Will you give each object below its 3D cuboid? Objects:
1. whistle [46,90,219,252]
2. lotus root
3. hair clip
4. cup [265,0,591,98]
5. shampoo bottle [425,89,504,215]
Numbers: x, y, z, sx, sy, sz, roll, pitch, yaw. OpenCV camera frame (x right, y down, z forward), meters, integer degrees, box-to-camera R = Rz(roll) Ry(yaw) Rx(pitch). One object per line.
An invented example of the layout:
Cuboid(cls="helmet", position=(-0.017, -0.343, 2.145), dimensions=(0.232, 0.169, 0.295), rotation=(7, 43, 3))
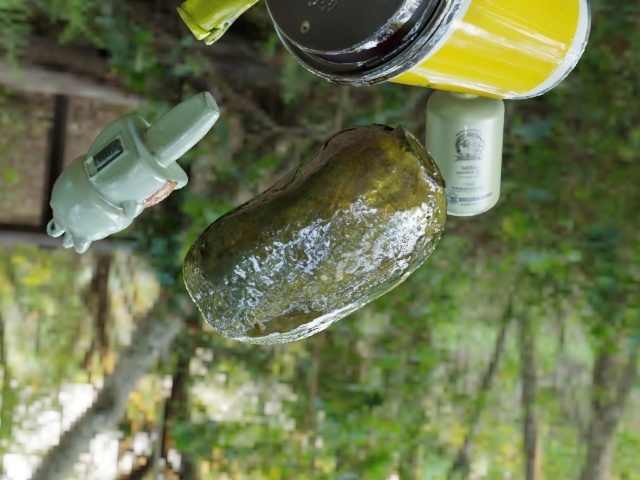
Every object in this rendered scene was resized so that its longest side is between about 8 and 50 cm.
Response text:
Cuboid(cls="whistle", position=(-0.211, -0.079, 1.743), dimensions=(0.253, 0.101, 0.106), rotation=(-38, 175, 20))
Cuboid(cls="lotus root", position=(0.000, 0.000, 1.485), dimensions=(0.275, 0.152, 0.160), rotation=(-38, 168, 25))
Cuboid(cls="hair clip", position=(-0.073, -0.284, 1.744), dimensions=(0.173, 0.072, 0.046), rotation=(-39, 169, 7))
Cuboid(cls="cup", position=(0.094, -0.204, 1.285), dimensions=(0.196, 0.196, 0.280), rotation=(3, 175, 39))
Cuboid(cls="shampoo bottle", position=(0.145, -0.110, 1.588), dimensions=(0.079, 0.162, 0.079), rotation=(0, -149, 0))
